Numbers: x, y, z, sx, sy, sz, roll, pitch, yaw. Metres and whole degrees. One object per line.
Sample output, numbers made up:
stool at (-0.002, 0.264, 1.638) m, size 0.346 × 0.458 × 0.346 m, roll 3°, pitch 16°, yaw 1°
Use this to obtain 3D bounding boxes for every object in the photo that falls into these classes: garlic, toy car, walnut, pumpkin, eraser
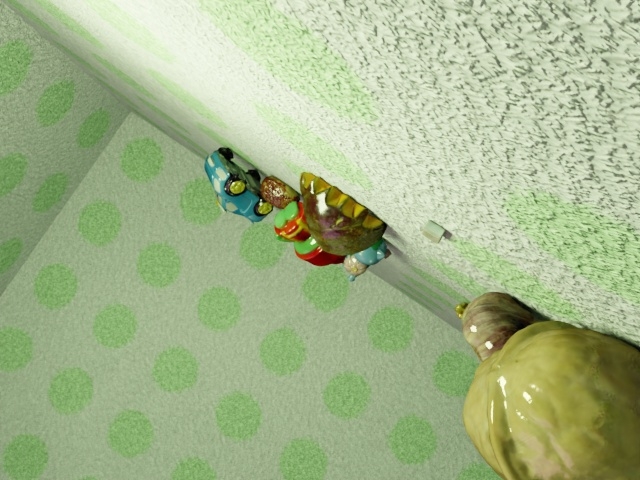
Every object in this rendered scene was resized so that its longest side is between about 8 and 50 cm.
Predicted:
garlic at (0.404, 0.209, 1.346) m, size 0.245 × 0.160 × 0.245 m, roll 46°, pitch -158°, yaw -24°
toy car at (-0.303, -0.181, 2.198) m, size 0.314 × 0.166 × 0.198 m, roll 38°, pitch -164°, yaw -50°
walnut at (0.443, 0.317, 1.088) m, size 0.381 × 0.381 × 0.381 m, roll 34°, pitch 177°, yaw 2°
pumpkin at (0.014, -0.053, 1.520) m, size 0.254 × 0.149 × 0.130 m, roll 34°, pitch -175°, yaw 19°
eraser at (0.208, -0.015, 1.166) m, size 0.038 × 0.019 × 0.083 m, roll 35°, pitch 177°, yaw 11°

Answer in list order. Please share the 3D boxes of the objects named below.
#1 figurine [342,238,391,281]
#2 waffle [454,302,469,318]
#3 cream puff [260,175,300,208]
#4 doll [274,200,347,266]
figurine at (0.132, 0.037, 1.852) m, size 0.144 × 0.178 × 0.114 m, roll -23°, pitch -112°, yaw -46°
waffle at (0.494, 0.248, 1.916) m, size 0.219 × 0.057 × 0.229 m, roll 32°, pitch 175°, yaw 44°
cream puff at (-0.139, -0.153, 2.130) m, size 0.149 × 0.084 × 0.149 m, roll 33°, pitch 179°, yaw 1°
doll at (0.000, -0.001, 2.146) m, size 0.363 × 0.182 × 0.160 m, roll 32°, pitch -155°, yaw -45°
